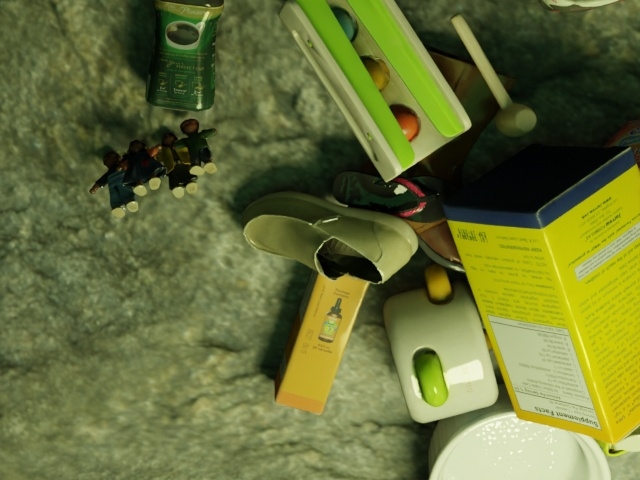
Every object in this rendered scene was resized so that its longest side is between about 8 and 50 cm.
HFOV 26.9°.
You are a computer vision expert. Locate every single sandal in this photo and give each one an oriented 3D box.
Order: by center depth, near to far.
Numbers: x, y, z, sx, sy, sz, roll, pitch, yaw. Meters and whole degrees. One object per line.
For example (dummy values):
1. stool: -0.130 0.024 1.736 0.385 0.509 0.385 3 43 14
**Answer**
1. sandal: 0.104 -0.060 1.860 0.179 0.040 0.067 7 101 6

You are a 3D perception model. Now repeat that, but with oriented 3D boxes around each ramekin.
1. ramekin: 0.294 0.353 2.052 0.277 0.135 0.277 -1 112 -2

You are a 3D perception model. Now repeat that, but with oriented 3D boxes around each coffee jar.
1. coffee jar: -0.184 -0.273 1.824 0.096 0.079 0.184 8 112 -2

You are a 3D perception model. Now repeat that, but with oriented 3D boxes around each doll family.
1. doll family: -0.234 -0.107 1.875 0.193 0.111 0.076 -16 145 -8

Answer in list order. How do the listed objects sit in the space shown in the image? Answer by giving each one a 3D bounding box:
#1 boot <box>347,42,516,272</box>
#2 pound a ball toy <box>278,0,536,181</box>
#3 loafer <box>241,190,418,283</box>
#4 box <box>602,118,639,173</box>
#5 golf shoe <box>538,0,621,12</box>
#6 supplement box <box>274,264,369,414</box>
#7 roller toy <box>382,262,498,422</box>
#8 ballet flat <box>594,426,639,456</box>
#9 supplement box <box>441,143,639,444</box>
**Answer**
1. boot: 0.204 -0.110 1.908 0.264 0.096 0.280 26 103 2
2. pound a ball toy: 0.115 -0.228 1.802 0.208 0.136 0.319 -34 92 -9
3. loafer: 0.000 0.000 1.879 0.268 0.092 0.102 6 136 26
4. box: 0.513 -0.017 1.882 0.142 0.154 0.300 -42 111 -27
5. golf shoe: 0.426 -0.363 1.791 0.273 0.120 0.105 -20 109 4
6. supplement box: -0.001 0.137 1.991 0.078 0.080 0.233 16 111 -9
7. roller toy: 0.180 0.156 1.945 0.146 0.209 0.191 -15 151 4
8. ballet flat: 0.533 0.281 2.063 0.231 0.077 0.077 -19 110 5
9. supplement box: 0.345 0.067 1.833 0.195 0.194 0.356 -32 112 -28
